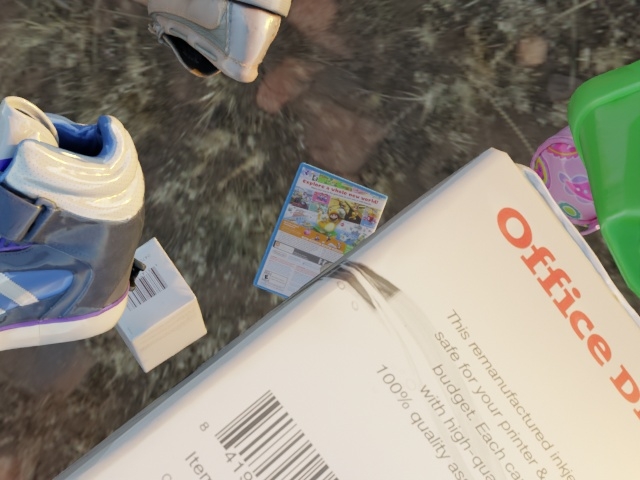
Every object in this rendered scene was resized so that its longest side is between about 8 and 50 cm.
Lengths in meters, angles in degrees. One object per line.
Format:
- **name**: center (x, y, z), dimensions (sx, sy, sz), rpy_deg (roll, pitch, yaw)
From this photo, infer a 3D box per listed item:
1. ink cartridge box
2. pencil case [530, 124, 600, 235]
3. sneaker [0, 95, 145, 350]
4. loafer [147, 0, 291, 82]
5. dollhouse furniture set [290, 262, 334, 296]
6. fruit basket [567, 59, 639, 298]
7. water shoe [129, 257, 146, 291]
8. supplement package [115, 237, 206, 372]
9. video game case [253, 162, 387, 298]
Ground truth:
- **ink cartridge box**: center (0.024, 0.117, 0.504), dimensions (0.273, 0.114, 0.197), rpy_deg (-36, 91, -40)
- **pencil case**: center (0.363, -0.116, 1.517), dimensions (0.284, 0.124, 0.124), rpy_deg (-34, 100, -32)
- **sneaker**: center (-0.302, -0.017, 1.100), dimensions (0.322, 0.130, 0.236), rpy_deg (-8, 128, -24)
- **loafer**: center (-0.048, -0.085, 0.550), dimensions (0.045, 0.125, 0.039), rpy_deg (13, 91, -21)
- **dollhouse furniture set**: center (0.185, 0.087, 1.275), dimensions (0.355, 0.303, 0.174), rpy_deg (-8, 88, 21)
- **fruit basket**: center (0.337, 0.010, 0.935), dimensions (0.283, 0.392, 0.392), rpy_deg (-20, 100, 29)
- **water shoe**: center (-0.252, 0.029, 1.463), dimensions (0.080, 0.203, 0.073), rpy_deg (30, 103, 9)
- **supplement package**: center (-0.229, 0.090, 1.788), dimensions (0.105, 0.179, 0.105), rpy_deg (-34, 74, -12)
- **video game case**: center (0.000, 0.000, 1.678), dimensions (0.119, 0.015, 0.166), rpy_deg (22, 90, -6)
